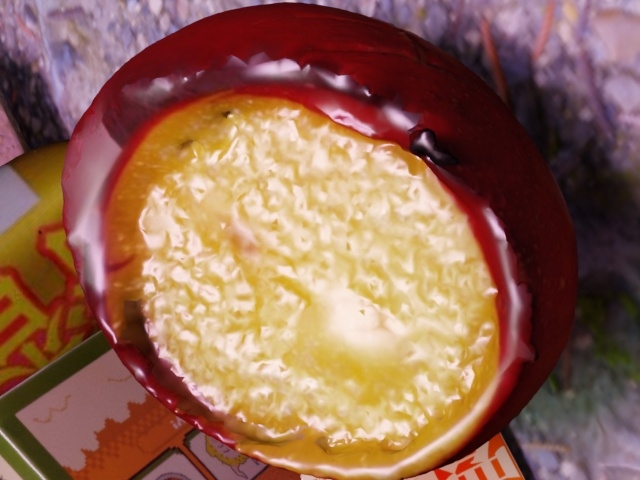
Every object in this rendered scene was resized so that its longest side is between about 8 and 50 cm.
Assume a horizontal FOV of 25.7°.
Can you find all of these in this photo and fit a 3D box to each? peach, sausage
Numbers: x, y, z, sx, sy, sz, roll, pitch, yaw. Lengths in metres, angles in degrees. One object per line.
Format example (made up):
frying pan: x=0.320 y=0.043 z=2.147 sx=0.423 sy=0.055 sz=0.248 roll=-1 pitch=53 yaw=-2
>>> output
peach: x=0.000 y=0.000 z=0.571 sx=0.196 sy=0.190 sz=0.226 roll=57 pitch=176 yaw=-35
sausage: x=-0.168 y=0.038 z=0.741 sx=0.117 sy=0.317 sz=0.125 roll=41 pitch=166 yaw=32

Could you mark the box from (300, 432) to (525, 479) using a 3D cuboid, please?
box: x=0.044 y=0.114 z=0.645 sx=0.058 sy=0.093 sz=0.015 roll=63 pitch=177 yaw=19

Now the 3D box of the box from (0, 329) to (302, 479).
box: x=-0.096 y=0.145 z=0.713 sx=0.148 sy=0.177 sz=0.195 roll=46 pitch=130 yaw=7

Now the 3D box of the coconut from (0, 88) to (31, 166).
coconut: x=-0.273 y=-0.009 z=0.863 sx=0.237 sy=0.237 sz=0.197 roll=59 pitch=137 yaw=21
